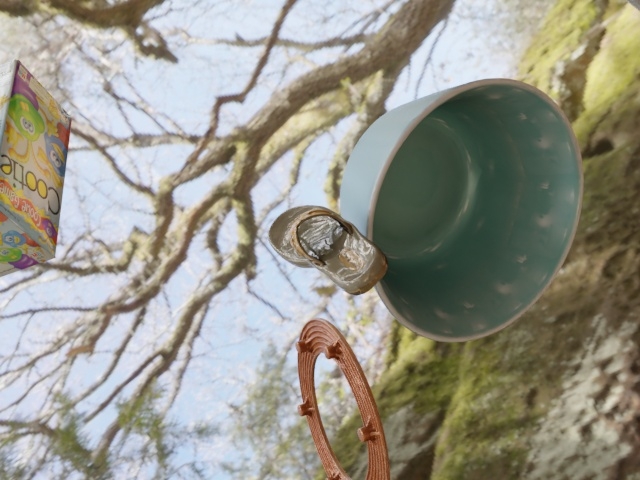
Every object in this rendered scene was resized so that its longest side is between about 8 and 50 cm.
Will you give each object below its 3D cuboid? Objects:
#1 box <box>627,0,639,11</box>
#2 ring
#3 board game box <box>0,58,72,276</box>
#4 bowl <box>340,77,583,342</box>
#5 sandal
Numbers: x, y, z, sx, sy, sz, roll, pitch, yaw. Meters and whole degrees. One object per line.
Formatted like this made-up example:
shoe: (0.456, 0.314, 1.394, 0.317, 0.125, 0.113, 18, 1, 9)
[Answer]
box: (0.080, -0.279, 0.340, 0.345, 0.215, 0.168, 50, -154, 21)
ring: (0.022, 0.291, 1.433, 0.032, 0.336, 0.337, -13, -111, -21)
board game box: (-0.467, -0.099, 1.269, 0.142, 0.144, 0.275, 54, -157, -49)
bowl: (0.146, -0.050, 1.064, 0.311, 0.312, 0.163, 18, -174, -35)
sandal: (0.000, 0.000, 0.900, 0.049, 0.072, 0.180, 41, 174, -37)
